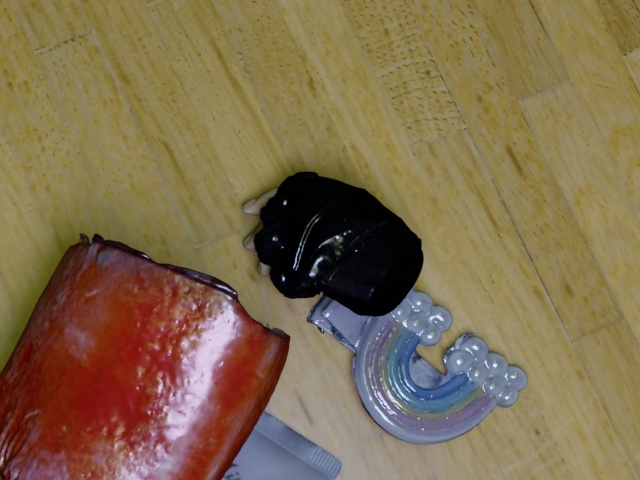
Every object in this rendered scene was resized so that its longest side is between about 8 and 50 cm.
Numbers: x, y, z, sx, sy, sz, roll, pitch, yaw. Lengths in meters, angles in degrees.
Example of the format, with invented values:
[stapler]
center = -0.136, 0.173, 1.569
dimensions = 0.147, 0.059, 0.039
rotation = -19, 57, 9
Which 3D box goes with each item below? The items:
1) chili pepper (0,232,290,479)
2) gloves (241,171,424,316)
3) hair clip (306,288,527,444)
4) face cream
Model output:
[chili pepper]
center = -0.195, 0.157, 1.806
dimensions = 0.251, 0.229, 0.305
rotation = 31, 81, 14
[gloves]
center = 0.000, 0.000, 1.896
dimensions = 0.203, 0.164, 0.124
rotation = 28, 121, 23
[hair clip]
center = 0.089, 0.125, 1.943
dimensions = 0.220, 0.054, 0.140
rotation = 39, 72, -3
[face cream]
center = -0.114, 0.310, 1.875
dimensions = 0.143, 0.089, 0.314
rotation = 31, 68, 2
